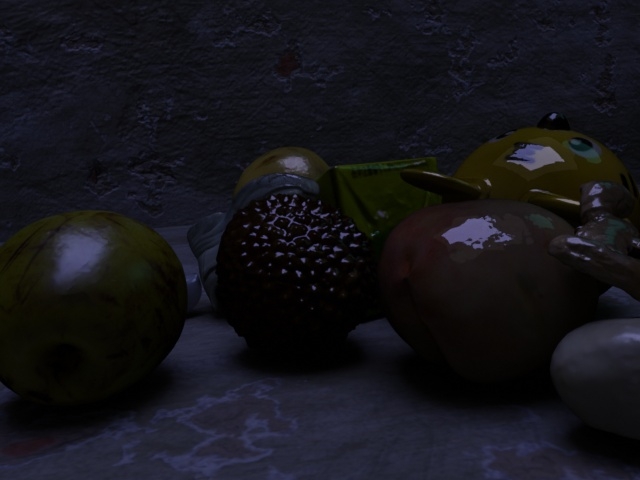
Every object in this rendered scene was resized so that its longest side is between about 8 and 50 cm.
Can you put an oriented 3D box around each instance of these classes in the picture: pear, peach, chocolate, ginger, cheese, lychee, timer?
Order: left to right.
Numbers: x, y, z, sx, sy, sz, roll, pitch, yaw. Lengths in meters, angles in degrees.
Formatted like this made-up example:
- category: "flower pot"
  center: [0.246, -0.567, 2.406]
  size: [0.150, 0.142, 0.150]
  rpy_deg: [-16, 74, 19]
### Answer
- category: "pear"
  center: [-0.321, 0.093, 0.791]
  size: [0.284, 0.283, 0.283]
  rpy_deg: [-4, 9, 1]
- category: "pear"
  center: [-0.089, -0.102, 1.682]
  size: [0.349, 0.347, 0.348]
  rpy_deg: [-4, 9, 1]
- category: "lychee"
  center: [-0.031, 0.051, 0.907]
  size: [0.268, 0.267, 0.267]
  rpy_deg: [-4, 9, 1]
- category: "chocolate"
  center: [0.126, -0.011, 1.178]
  size: [0.301, 0.288, 0.137]
  rpy_deg: [-11, 0, -39]
- category: "peach"
  center: [0.214, 0.058, 0.779]
  size: [0.293, 0.247, 0.292]
  rpy_deg: [21, -3, 1]
- category: "timer"
  center: [0.366, -0.049, 1.002]
  size: [0.377, 0.375, 0.387]
  rpy_deg: [3, -11, 39]
- category: "ginger"
  center: [0.355, 0.002, 0.670]
  size: [0.149, 0.065, 0.259]
  rpy_deg: [36, 34, 13]
- category: "cheese"
  center: [0.439, 0.130, 0.641]
  size: [0.352, 0.129, 0.328]
  rpy_deg: [0, 4, 19]

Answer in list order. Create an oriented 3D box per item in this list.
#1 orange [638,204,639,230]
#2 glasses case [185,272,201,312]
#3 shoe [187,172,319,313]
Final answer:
- category: "orange"
  center: [0.588, -0.037, 0.794]
  size: [0.280, 0.278, 0.235]
  rpy_deg: [-3, 32, 2]
- category: "glasses case"
  center: [-0.393, 0.130, 1.124]
  size: [0.308, 0.083, 0.128]
  rpy_deg: [-10, 5, -35]
- category: "shoe"
  center: [-0.119, 0.017, 1.114]
  size: [0.342, 0.210, 0.132]
  rpy_deg: [-30, -26, 34]
